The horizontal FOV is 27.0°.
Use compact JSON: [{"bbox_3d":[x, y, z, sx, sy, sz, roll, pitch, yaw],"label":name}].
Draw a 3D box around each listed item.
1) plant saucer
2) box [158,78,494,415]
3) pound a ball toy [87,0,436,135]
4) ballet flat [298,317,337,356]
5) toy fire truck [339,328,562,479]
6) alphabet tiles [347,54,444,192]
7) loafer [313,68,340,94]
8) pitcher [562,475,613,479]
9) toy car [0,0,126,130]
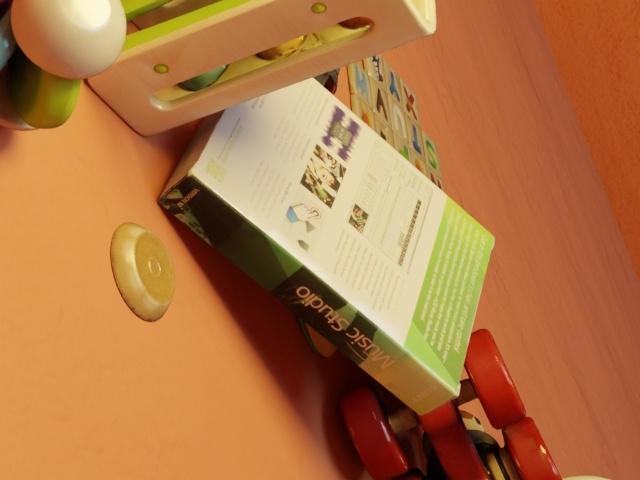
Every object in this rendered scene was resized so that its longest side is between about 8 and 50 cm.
[{"bbox_3d":[-0.139,0.023,1.077,0.083,0.015,0.083,49,32,-45],"label":"plant saucer"},{"bbox_3d":[0.019,-0.017,1.251,0.322,0.058,0.232,39,40,-15],"label":"box"},{"bbox_3d":[-0.027,-0.228,1.121,0.136,0.319,0.208,46,34,-49],"label":"pound a ball toy"},{"bbox_3d":[0.000,0.000,1.345,0.080,0.073,0.232,-5,79,-66],"label":"ballet flat"},{"bbox_3d":[0.130,0.181,1.434,0.302,0.169,0.254,61,6,-28],"label":"toy fire truck"},{"bbox_3d":[0.110,-0.083,1.749,0.285,0.011,0.342,38,40,-55],"label":"alphabet tiles"},{"bbox_3d":[-0.013,-0.187,1.472,0.170,0.062,0.061,-24,101,-67],"label":"loafer"},{"bbox_3d":[0.273,0.349,1.556,0.178,0.207,0.125,32,46,-60],"label":"pitcher"},{"bbox_3d":[-0.220,-0.160,0.886,0.136,0.159,0.182,-8,81,-33],"label":"toy car"}]
